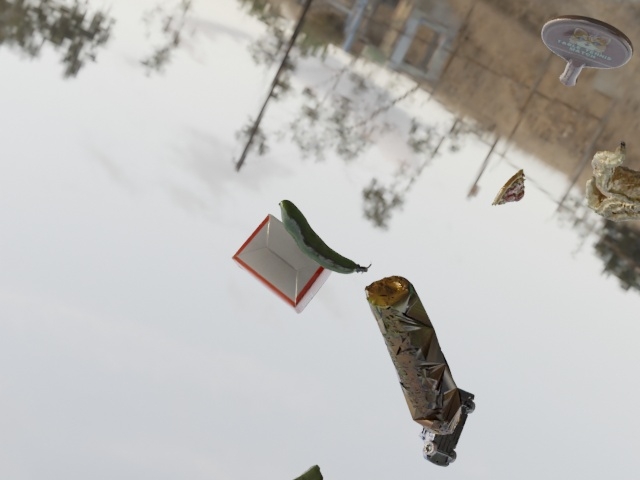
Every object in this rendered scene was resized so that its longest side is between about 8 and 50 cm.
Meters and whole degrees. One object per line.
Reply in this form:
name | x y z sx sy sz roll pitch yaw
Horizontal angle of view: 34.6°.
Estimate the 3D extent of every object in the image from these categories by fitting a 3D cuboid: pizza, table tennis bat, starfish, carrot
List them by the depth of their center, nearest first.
starfish | 0.389 -0.011 1.028 0.302 0.060 0.299 32 179 -3
carrot | 0.109 0.132 1.164 0.069 0.069 0.228 53 169 54
table tennis bat | 0.331 -0.270 1.238 0.108 0.119 0.170 21 169 7
pizza | 0.452 -0.122 2.386 0.100 0.099 0.029 -15 -131 -37

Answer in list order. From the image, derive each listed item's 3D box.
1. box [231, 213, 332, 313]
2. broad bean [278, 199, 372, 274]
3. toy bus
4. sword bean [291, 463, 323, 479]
box | -0.074 0.051 2.167 0.182 0.133 0.099 36 174 13
broad bean | -0.003 0.005 2.020 0.227 0.069 0.039 36 -172 -16
toy bus | 0.262 0.390 2.173 0.073 0.167 0.076 27 172 -32
sword bean | -0.104 0.421 1.589 0.269 0.043 0.038 -21 -141 -35
